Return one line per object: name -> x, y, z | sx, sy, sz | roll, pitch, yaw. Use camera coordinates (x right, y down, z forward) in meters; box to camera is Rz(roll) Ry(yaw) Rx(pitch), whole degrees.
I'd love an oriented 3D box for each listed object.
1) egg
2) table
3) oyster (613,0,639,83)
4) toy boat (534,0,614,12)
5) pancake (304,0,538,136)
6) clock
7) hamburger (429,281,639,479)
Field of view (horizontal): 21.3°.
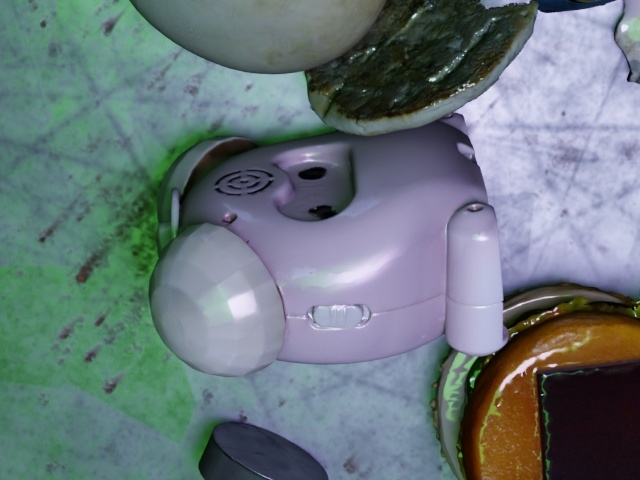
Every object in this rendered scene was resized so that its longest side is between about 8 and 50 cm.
egg -> -0.072, -0.273, 1.652 | 0.295, 0.218, 0.218 | 9, 102, 23
table -> -0.060, 0.243, 1.791 | 0.133, 0.133, 0.043 | 25, 102, -1
oyster -> 0.408, -0.240, 1.698 | 0.223, 0.083, 0.214 | 5, 82, 26
toy boat -> 0.252, -0.254, 1.679 | 0.055, 0.141, 0.060 | 32, 127, 36
pancake -> 0.093, -0.194, 1.664 | 0.254, 0.253, 0.037 | -32, 130, 9
clock -> 0.000, 0.000, 1.644 | 0.326, 0.342, 0.184 | -7, 111, 1
hamburger -> 0.254, 0.177, 1.715 | 0.291, 0.225, 0.291 | -1, 102, -4
